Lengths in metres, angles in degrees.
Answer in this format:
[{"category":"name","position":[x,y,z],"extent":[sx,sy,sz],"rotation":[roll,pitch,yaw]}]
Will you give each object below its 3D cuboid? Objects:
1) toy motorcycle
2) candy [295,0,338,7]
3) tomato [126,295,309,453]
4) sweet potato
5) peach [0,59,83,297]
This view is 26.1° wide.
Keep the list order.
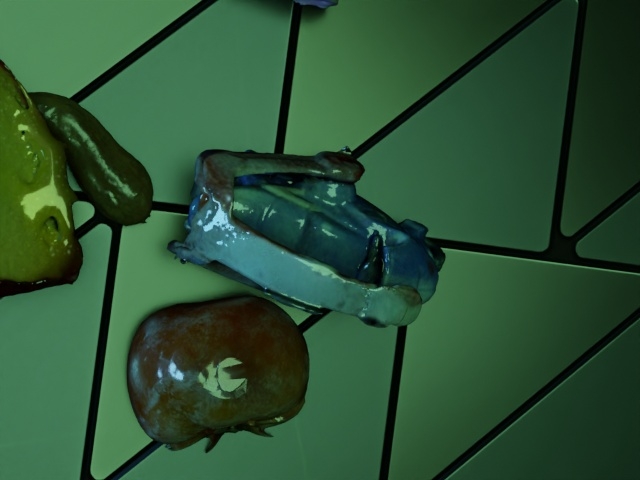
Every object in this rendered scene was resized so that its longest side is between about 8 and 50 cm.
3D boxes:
[{"category":"toy motorcycle","position":[-0.008,0.019,1.542],"extent":[0.319,0.182,0.241],"rotation":[16,47,-9]},{"category":"candy","position":[-0.020,-0.412,1.588],"extent":[0.156,0.116,0.265],"rotation":[15,87,-11]},{"category":"tomato","position":[-0.111,0.151,1.557],"extent":[0.214,0.155,0.180],"rotation":[-14,89,-9]},{"category":"sweet potato","position":[-0.278,-0.106,1.571],"extent":[0.233,0.062,0.081],"rotation":[40,85,-5]},{"category":"peach","position":[-0.421,-0.066,1.479],"extent":[0.361,0.201,0.257],"rotation":[46,52,-20]}]
